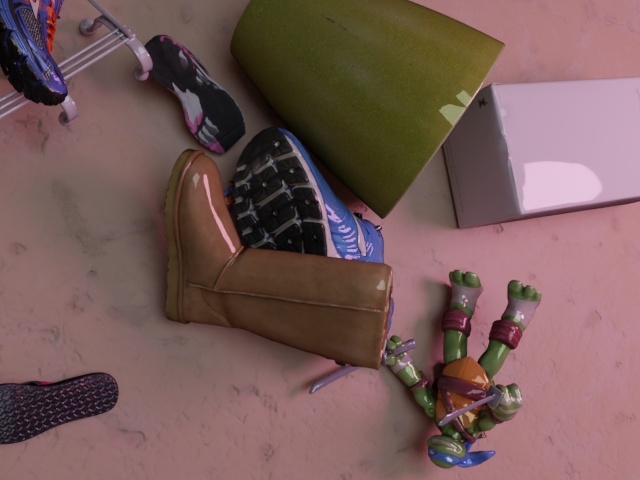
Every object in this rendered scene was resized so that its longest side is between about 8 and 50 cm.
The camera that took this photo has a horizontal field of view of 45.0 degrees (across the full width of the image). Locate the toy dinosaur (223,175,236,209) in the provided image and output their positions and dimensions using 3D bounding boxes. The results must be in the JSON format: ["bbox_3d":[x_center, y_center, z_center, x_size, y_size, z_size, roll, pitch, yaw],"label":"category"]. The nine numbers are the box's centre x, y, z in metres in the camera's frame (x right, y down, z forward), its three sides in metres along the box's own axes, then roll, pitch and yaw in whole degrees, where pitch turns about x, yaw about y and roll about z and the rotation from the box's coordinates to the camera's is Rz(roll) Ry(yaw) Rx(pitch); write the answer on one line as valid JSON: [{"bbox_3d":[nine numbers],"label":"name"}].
[{"bbox_3d":[-0.120,-0.058,1.006,0.047,0.090,0.082,67,19,-14],"label":"toy dinosaur"}]

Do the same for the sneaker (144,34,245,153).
[{"bbox_3d":[-0.160,-0.200,1.010,0.072,0.077,0.178,-29,120,7],"label":"sneaker"}]

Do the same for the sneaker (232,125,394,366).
[{"bbox_3d":[0.000,0.000,1.026,0.329,0.130,0.147,64,30,-14],"label":"sneaker"}]

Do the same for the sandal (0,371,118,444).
[{"bbox_3d":[-0.325,0.191,0.898,0.179,0.040,0.067,-4,89,-40],"label":"sandal"}]

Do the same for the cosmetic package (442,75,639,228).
[{"bbox_3d":[0.385,-0.141,1.205,0.366,0.155,0.196,-7,85,-25],"label":"cosmetic package"}]

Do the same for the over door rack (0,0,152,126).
[{"bbox_3d":[-0.390,-0.253,0.901,0.239,0.108,0.324,-40,85,-24],"label":"over door rack"}]

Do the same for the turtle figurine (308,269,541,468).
[{"bbox_3d":[0.184,0.158,1.047,0.275,0.198,0.266,34,66,-21],"label":"turtle figurine"}]

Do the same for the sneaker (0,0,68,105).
[{"bbox_3d":[-0.308,-0.246,0.821,0.087,0.083,0.221,-18,79,-26],"label":"sneaker"}]

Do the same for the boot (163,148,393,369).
[{"bbox_3d":[-0.045,0.021,0.922,0.270,0.089,0.236,10,115,11],"label":"boot"}]

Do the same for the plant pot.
[{"bbox_3d":[0.040,-0.224,1.019,0.294,0.275,0.274,35,69,0],"label":"plant pot"}]
